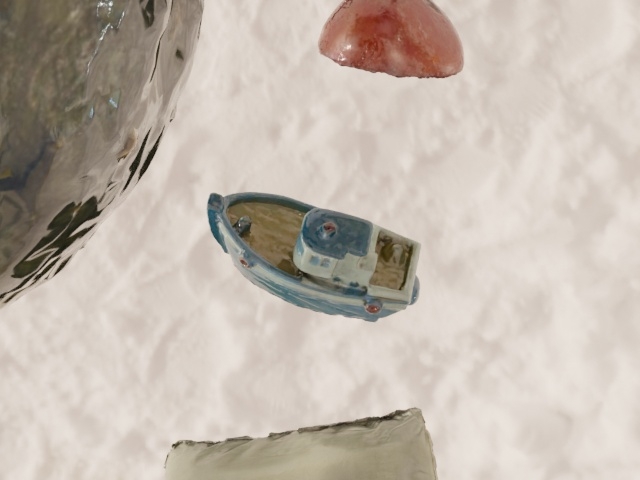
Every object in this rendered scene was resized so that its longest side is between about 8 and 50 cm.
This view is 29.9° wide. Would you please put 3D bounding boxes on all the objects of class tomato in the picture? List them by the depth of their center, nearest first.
[{"bbox_3d":[0.095,-0.275,1.532,0.189,0.173,0.099,10,116,8],"label":"tomato"}]

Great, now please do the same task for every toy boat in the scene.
[{"bbox_3d":[0.000,0.000,1.081,0.215,0.088,0.102,18,146,-5],"label":"toy boat"}]

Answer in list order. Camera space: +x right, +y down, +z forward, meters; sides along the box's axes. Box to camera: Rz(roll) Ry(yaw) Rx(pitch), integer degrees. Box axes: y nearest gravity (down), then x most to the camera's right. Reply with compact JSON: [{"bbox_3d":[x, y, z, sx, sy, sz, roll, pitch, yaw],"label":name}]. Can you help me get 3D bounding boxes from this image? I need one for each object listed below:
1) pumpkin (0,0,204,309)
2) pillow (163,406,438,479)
[{"bbox_3d":[-0.190,-0.115,0.400,0.292,0.327,0.257,5,118,-30],"label":"pumpkin"},{"bbox_3d":[-0.019,0.198,0.896,0.229,0.128,0.051,-10,150,19],"label":"pillow"}]
